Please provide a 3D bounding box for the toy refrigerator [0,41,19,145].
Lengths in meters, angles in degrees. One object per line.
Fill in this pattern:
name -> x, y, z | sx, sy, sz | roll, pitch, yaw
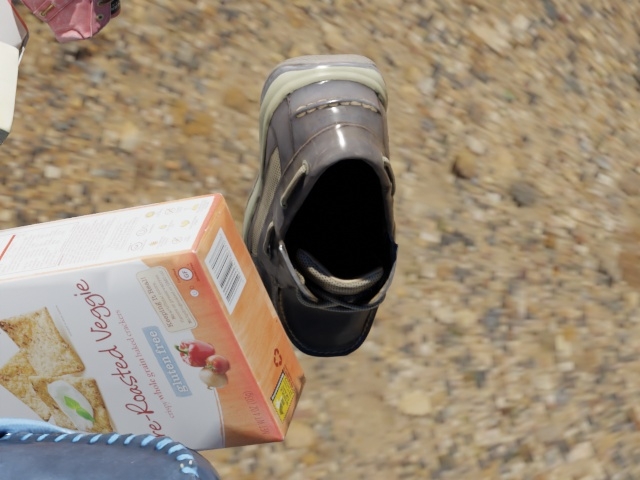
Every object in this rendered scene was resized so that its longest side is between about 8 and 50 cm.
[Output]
toy refrigerator -> -0.362, -0.123, 1.429 | 0.102, 0.269, 0.094 | -44, 35, 40

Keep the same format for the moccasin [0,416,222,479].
moccasin -> -0.203, 0.120, 0.722 | 0.342, 0.138, 0.117 | -12, 122, 10

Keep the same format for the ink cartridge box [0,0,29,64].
ink cartridge box -> -0.433, -0.203, 1.748 | 0.283, 0.207, 0.117 | -1, 52, 24

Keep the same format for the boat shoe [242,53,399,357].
boat shoe -> 0.000, 0.000, 1.696 | 0.132, 0.355, 0.130 | -7, 50, -2

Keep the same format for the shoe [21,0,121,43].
shoe -> -0.189, -0.232, 1.710 | 0.178, 0.063, 0.081 | -23, 116, 40

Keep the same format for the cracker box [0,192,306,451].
cracker box -> -0.145, 0.065, 1.282 | 0.232, 0.067, 0.156 | -9, 123, 24
